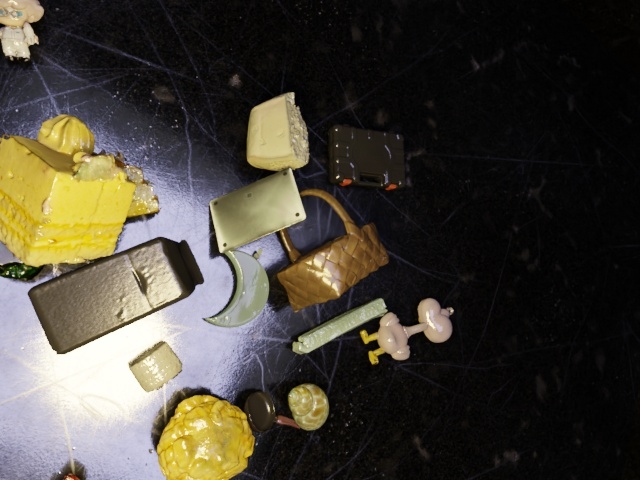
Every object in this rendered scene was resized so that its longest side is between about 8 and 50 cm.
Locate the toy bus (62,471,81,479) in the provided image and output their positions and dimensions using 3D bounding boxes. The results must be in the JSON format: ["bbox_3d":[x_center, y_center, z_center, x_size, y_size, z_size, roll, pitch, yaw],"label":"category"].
[{"bbox_3d":[-0.654,0.653,1.095,0.073,0.096,0.235,47,67,-10],"label":"toy bus"}]

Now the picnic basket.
[{"bbox_3d":[0.000,0.000,1.391,0.337,0.292,0.338,19,60,-35],"label":"picnic basket"}]

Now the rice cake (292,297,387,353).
[{"bbox_3d":[0.063,0.271,1.495,0.336,0.066,0.063,-20,82,-25],"label":"rice cake"}]

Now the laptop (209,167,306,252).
[{"bbox_3d":[-0.185,-0.088,1.352,0.268,0.015,0.188,-22,62,7],"label":"laptop"}]

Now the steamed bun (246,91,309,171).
[{"bbox_3d":[-0.118,-0.324,1.449,0.170,0.199,0.226,24,65,-61],"label":"steamed bun"}]

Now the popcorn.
[{"bbox_3d":[-0.298,0.519,1.219,0.250,0.189,0.251,25,51,-36],"label":"popcorn"}]

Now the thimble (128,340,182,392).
[{"bbox_3d":[-0.431,0.333,1.242,0.115,0.102,0.090,-34,97,-17],"label":"thimble"}]

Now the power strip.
[{"bbox_3d":[-0.232,0.135,1.391,0.167,0.054,0.254,20,75,-23],"label":"power strip"}]

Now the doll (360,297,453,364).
[{"bbox_3d":[0.312,0.298,1.590,0.364,0.094,0.160,-17,79,-27],"label":"doll"}]

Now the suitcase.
[{"bbox_3d":[0.162,-0.284,1.627,0.285,0.066,0.207,3,81,-24],"label":"suitcase"}]

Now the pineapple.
[{"bbox_3d":[-0.544,-0.131,1.260,0.236,0.114,0.186,42,68,-16],"label":"pineapple"}]

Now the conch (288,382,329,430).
[{"bbox_3d":[-0.032,0.488,1.400,0.116,0.106,0.173,-25,101,-21],"label":"conch"}]

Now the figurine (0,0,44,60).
[{"bbox_3d":[-0.793,-0.583,1.222,0.137,0.112,0.229,-4,97,-17],"label":"figurine"}]

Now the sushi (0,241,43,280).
[{"bbox_3d":[-0.772,0.010,1.126,0.224,0.127,0.124,32,72,-16],"label":"sushi"}]

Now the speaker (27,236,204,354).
[{"bbox_3d":[-0.508,0.129,1.234,0.387,0.184,0.180,-24,91,-15],"label":"speaker"}]

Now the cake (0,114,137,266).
[{"bbox_3d":[-0.579,-0.121,1.066,0.227,0.222,0.286,33,107,20],"label":"cake"}]

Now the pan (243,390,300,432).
[{"bbox_3d":[-0.141,0.512,1.375,0.212,0.040,0.115,35,41,-34],"label":"pan"}]
